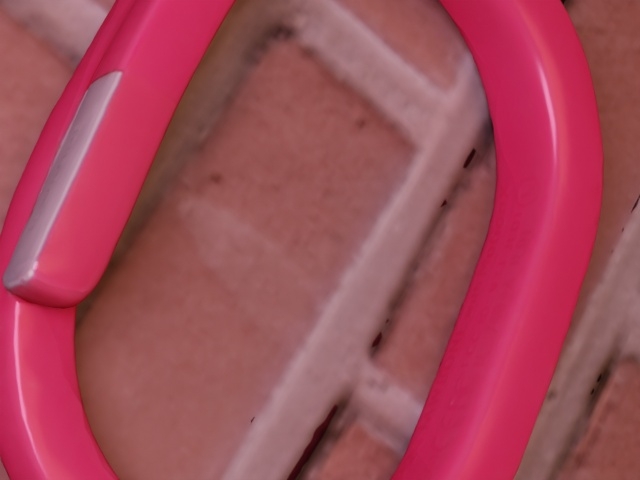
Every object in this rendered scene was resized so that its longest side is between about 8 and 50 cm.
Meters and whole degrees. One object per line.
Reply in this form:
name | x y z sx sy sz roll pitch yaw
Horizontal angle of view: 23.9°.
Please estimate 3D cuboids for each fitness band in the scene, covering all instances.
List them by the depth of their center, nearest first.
fitness band | 0.000 0.000 0.544 0.209 0.054 0.290 35 66 -26
